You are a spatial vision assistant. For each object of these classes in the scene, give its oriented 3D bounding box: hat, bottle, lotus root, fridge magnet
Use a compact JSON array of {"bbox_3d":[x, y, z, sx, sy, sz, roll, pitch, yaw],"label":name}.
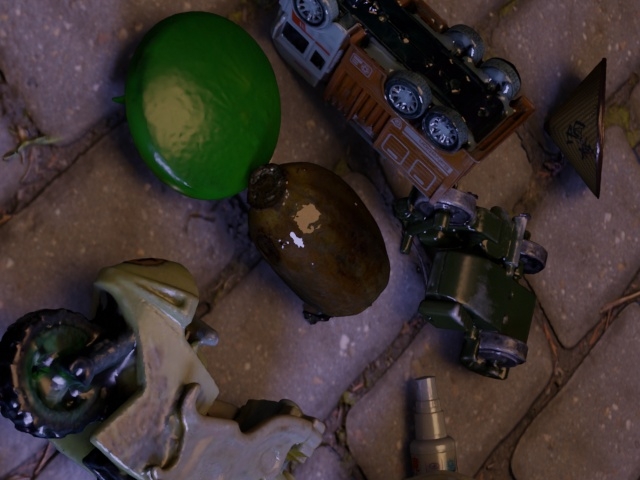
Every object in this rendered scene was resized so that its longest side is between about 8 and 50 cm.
[{"bbox_3d":[0.344,-0.153,2.179,0.193,0.082,0.193,4,90,-80],"label":"hat"},{"bbox_3d":[0.141,0.275,1.972,0.060,0.060,0.217,-6,91,-41],"label":"bottle"},{"bbox_3d":[0.000,0.000,1.812,0.241,0.123,0.124,52,39,-51],"label":"lotus root"},{"bbox_3d":[-0.130,-0.147,1.756,0.208,0.088,0.208,3,85,-41],"label":"fridge magnet"}]

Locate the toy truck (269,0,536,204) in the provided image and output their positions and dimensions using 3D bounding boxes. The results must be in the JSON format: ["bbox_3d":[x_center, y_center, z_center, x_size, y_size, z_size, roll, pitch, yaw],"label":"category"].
[{"bbox_3d":[0.082,-0.194,1.856,0.305,0.162,0.136,44,54,5],"label":"toy truck"}]

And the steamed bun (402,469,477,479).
[{"bbox_3d":[0.123,0.468,1.819,0.352,0.247,0.339,49,61,-9],"label":"steamed bun"}]

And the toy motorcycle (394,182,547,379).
[{"bbox_3d":[0.182,0.047,1.996,0.275,0.127,0.205,31,68,-42],"label":"toy motorcycle"}]

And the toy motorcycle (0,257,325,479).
[{"bbox_3d":[-0.155,0.182,1.661,0.237,0.168,0.410,-54,125,-23],"label":"toy motorcycle"}]
